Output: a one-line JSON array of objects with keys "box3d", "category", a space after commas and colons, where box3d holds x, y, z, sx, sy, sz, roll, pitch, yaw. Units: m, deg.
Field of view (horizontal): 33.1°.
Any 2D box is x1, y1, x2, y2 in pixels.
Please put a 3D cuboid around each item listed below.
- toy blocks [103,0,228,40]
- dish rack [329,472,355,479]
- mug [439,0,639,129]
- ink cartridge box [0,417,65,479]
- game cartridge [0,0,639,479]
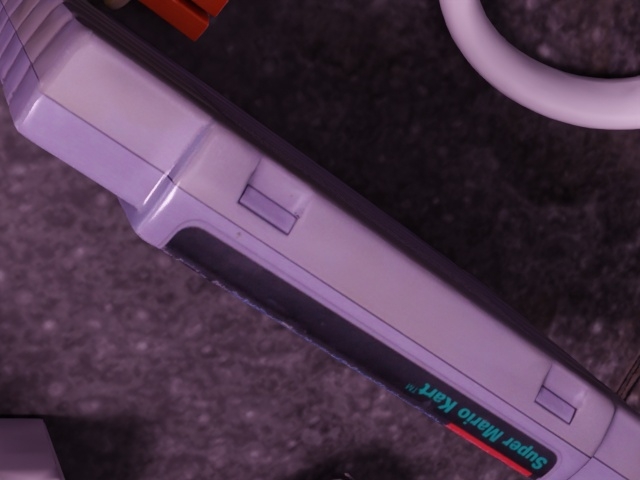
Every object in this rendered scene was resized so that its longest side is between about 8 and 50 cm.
[{"box3d": [-0.060, -0.159, 0.550, 0.148, 0.054, 0.123, 30, 82, -28], "category": "toy blocks"}, {"box3d": [-0.002, 0.281, 0.726, 0.208, 0.074, 0.271, -38, 115, -7], "category": "dish rack"}, {"box3d": [0.214, -0.208, 0.554, 0.328, 0.276, 0.374, 18, 131, -20], "category": "mug"}, {"box3d": [-0.251, 0.178, 0.580, 0.203, 0.086, 0.148, 5, 105, -23], "category": "ink cartridge box"}, {"box3d": [0.000, 0.000, 0.538, 0.355, 0.230, 0.068, 34, 100, -27], "category": "game cartridge"}]
